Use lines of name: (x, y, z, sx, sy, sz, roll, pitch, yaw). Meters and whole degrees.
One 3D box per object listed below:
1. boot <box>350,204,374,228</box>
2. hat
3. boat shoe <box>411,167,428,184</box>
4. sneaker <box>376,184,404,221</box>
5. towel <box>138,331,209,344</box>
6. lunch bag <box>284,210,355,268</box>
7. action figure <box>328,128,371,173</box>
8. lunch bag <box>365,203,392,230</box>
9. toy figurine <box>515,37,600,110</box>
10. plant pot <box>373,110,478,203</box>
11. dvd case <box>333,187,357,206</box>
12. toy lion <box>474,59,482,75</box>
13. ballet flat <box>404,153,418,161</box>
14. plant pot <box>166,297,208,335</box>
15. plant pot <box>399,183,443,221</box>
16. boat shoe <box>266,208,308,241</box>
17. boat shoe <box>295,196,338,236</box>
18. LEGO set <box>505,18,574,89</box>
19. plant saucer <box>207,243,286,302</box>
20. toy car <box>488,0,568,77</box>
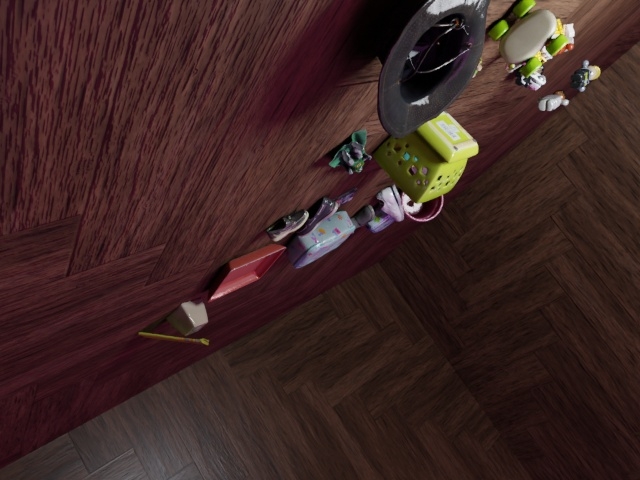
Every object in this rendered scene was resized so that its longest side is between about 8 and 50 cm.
boot: (0.123, -0.068, 2.232, 0.208, 0.076, 0.190, -21, 162, -26)
hat: (0.185, -0.371, 0.994, 0.331, 0.134, 0.331, -36, 152, -23)
boat shoe: (0.441, -0.320, 2.086, 0.319, 0.116, 0.099, 51, 52, -72)
sneaker: (0.309, -0.156, 2.240, 0.095, 0.090, 0.235, -23, 143, 5)
towel: (-0.535, 0.356, 1.858, 0.237, 0.021, 0.102, 6, 162, 2)
lunch bag: (0.000, 0.000, 2.036, 0.279, 0.108, 0.224, -26, 166, -35)
action figure: (0.100, -0.238, 1.488, 0.137, 0.063, 0.232, -39, 172, 6)
lunch bag: (0.296, -0.114, 2.443, 0.176, 0.090, 0.219, -37, 168, 10)
toy figurine: (0.806, -0.570, 1.733, 0.148, 0.209, 0.213, -33, 170, -35)
plant pot: (0.347, -0.280, 1.611, 0.227, 0.228, 0.207, -22, 157, -45)
dvd case: (0.077, -0.149, 1.888, 0.119, 0.013, 0.087, -29, 167, -20)
toy lion: (0.362, -0.460, 1.271, 0.100, 0.096, 0.034, 16, 145, -19)
ballet flat: (0.402, -0.329, 1.886, 0.231, 0.077, 0.077, -36, 152, -6)
plant pot: (-0.487, 0.292, 1.892, 0.109, 0.096, 0.109, -40, 167, 27)
plant pot: (0.454, -0.185, 2.400, 0.201, 0.201, 0.180, -33, -176, -7)
boat shoe: (-0.108, -0.055, 1.653, 0.152, 0.056, 0.049, -39, 136, -3)
boat shoe: (-0.029, -0.087, 1.784, 0.065, 0.075, 0.206, 31, 130, -29)
LEGO set: (0.647, -0.578, 1.529, 0.287, 0.132, 0.107, -54, -165, -24)
plant saucer: (-0.280, 0.109, 1.855, 0.259, 0.048, 0.258, -23, 164, -41)
toy car: (0.551, -0.536, 1.348, 0.149, 0.155, 0.188, -41, 179, 28)
